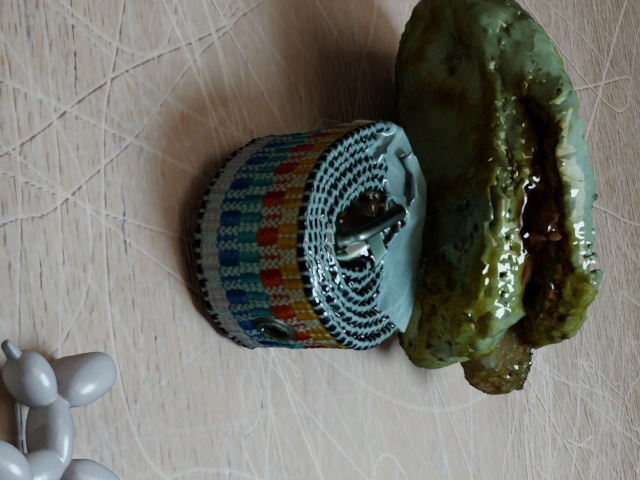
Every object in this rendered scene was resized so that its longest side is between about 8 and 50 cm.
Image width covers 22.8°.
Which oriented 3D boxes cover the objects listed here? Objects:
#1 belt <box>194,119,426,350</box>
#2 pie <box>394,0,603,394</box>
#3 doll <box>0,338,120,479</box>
[{"bbox_3d":[0.000,0.000,1.467,0.257,0.150,0.207,-27,113,-59],"label":"belt"},{"bbox_3d":[0.154,-0.075,1.644,0.395,0.180,0.418,110,-28,-68],"label":"pie"},{"bbox_3d":[-0.206,0.153,1.146,0.160,0.059,0.161,13,70,-59],"label":"doll"}]
